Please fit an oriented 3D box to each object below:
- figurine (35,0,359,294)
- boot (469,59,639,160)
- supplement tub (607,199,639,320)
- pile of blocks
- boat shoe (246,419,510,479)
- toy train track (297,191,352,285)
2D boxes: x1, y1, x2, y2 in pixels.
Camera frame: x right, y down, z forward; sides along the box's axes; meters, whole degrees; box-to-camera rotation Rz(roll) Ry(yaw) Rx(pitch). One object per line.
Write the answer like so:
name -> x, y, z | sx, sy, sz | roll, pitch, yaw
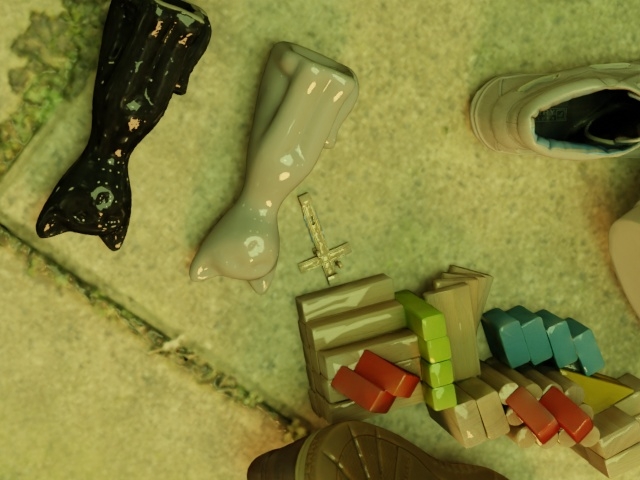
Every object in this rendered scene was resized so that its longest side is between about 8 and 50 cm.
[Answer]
figurine -> -0.093, -0.068, 1.132 | 0.214, 0.092, 0.209 | 19, 104, -22
boot -> 0.263, -0.103, 1.212 | 0.258, 0.123, 0.095 | -8, 105, -16
supplement tub -> 0.439, -0.021, 1.227 | 0.331, 0.241, 0.241 | -33, 110, -9
pile of blocks -> 0.157, 0.113, 1.233 | 0.362, 0.112, 0.149 | 11, 99, -21
boat shoe -> 0.077, 0.253, 1.246 | 0.342, 0.123, 0.123 | 31, 56, -37
toy train track -> 0.000, 0.000, 1.208 | 0.048, 0.014, 0.083 | -24, 108, -12
